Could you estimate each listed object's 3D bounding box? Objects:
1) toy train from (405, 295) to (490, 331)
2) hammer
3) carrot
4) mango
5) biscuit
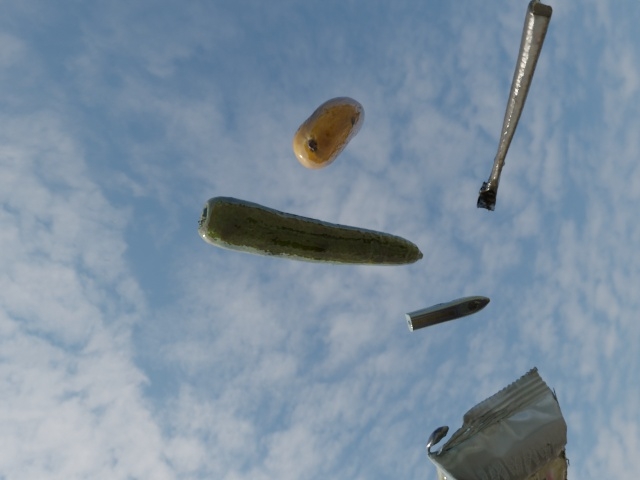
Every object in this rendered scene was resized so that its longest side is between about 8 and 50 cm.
[{"bbox_3d":[0.364,0.196,1.415,0.251,0.048,0.055,-15,-94,-7],"label":"toy train"},{"bbox_3d":[0.225,-0.146,0.602,0.297,0.027,0.125,80,-151,-57],"label":"hammer"},{"bbox_3d":[0.000,0.000,0.750,0.358,0.074,0.074,10,-88,-23],"label":"carrot"},{"bbox_3d":[0.024,-0.284,1.293,0.120,0.177,0.295,36,-141,0],"label":"mango"},{"bbox_3d":[0.185,0.302,0.499,0.186,0.079,0.309,-10,-84,-36],"label":"biscuit"}]
